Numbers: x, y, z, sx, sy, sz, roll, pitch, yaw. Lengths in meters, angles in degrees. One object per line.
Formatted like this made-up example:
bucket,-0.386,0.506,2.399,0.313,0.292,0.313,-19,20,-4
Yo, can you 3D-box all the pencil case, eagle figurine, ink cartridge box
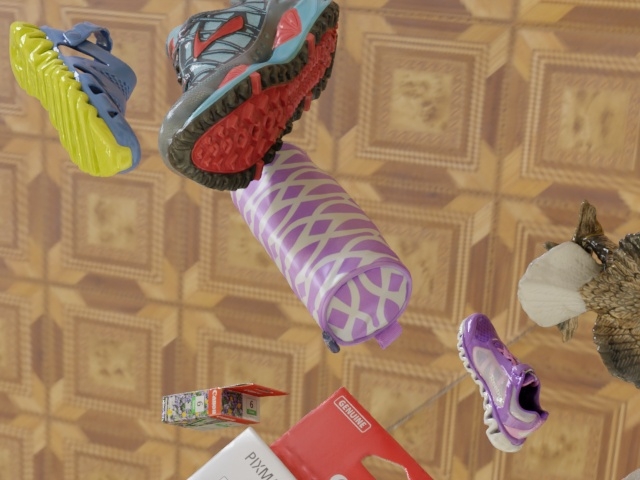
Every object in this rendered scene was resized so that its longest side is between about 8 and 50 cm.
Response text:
pencil case,0.000,0.000,0.956,0.086,0.088,0.206,-40,45,4
eagle figurine,0.392,0.062,1.299,0.298,0.226,0.225,28,76,42
ink cartridge box,-0.093,0.165,1.156,0.115,0.063,0.029,-13,68,33
ink cartridge box,0.003,0.320,1.337,0.261,0.066,0.296,-39,50,-11

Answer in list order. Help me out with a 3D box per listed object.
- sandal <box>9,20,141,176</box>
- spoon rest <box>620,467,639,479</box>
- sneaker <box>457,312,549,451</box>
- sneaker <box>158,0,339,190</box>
sandal,-0.305,-0.206,1.571,0.317,0.138,0.126,53,147,36
spoon rest,0.286,0.252,0.949,0.137,0.276,0.084,-12,97,18
sneaker,0.306,0.221,1.925,0.104,0.095,0.236,-39,60,40
sneaker,-0.081,-0.129,0.976,0.125,0.262,0.104,16,126,16
